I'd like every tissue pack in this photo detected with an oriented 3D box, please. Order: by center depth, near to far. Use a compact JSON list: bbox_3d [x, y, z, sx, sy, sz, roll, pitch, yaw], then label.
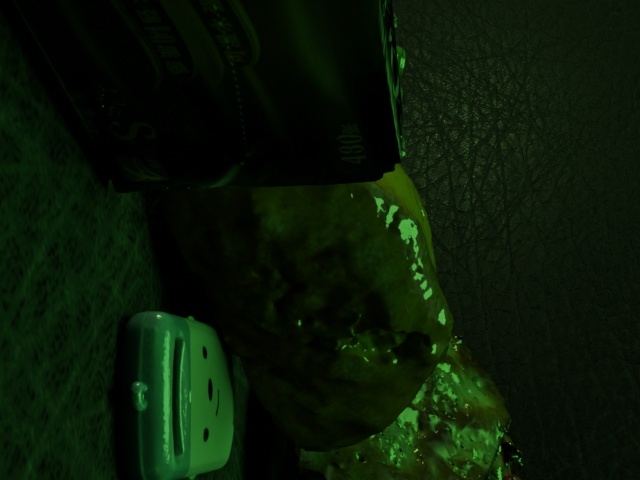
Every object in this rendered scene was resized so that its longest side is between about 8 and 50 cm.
[{"bbox_3d":[-0.065,-0.204,0.558,0.370,0.210,0.198,73,20,-57],"label":"tissue pack"}]

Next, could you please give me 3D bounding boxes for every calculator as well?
[{"bbox_3d":[-0.105,0.118,0.759,0.210,0.039,0.121,46,40,-77],"label":"calculator"}]

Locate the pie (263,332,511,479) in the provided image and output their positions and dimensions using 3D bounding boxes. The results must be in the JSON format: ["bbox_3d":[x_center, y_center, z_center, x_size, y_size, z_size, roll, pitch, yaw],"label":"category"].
[{"bbox_3d":[0.073,0.185,1.165,0.103,0.288,0.354,-53,-179,39],"label":"pie"}]

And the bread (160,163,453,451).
[{"bbox_3d":[0.010,0.018,0.862,0.194,0.179,0.340,-86,155,-59],"label":"bread"}]

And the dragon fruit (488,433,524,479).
[{"bbox_3d":[0.120,0.359,1.300,0.263,0.296,0.314,-98,-178,-68],"label":"dragon fruit"}]

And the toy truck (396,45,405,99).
[{"bbox_3d":[0.048,-0.220,1.629,0.210,0.148,0.187,117,-20,-61],"label":"toy truck"}]
